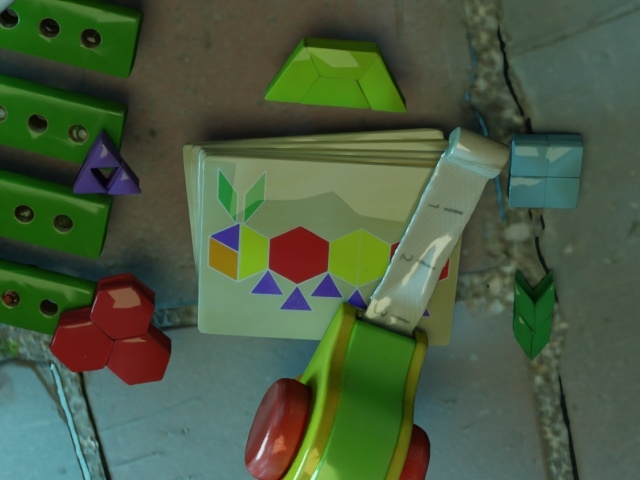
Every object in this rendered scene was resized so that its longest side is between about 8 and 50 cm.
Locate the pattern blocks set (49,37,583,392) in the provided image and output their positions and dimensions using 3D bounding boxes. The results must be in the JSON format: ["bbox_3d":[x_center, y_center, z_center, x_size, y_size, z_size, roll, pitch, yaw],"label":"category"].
[{"bbox_3d":[0.000,0.000,1.278,0.325,0.026,0.285,10,120,-5],"label":"pattern blocks set"}]

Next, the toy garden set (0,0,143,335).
[{"bbox_3d":[-0.230,-0.069,1.290,0.204,0.049,0.244,14,120,0],"label":"toy garden set"}]

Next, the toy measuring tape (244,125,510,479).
[{"bbox_3d":[0.036,0.088,1.249,0.121,0.121,0.330,25,118,-4],"label":"toy measuring tape"}]

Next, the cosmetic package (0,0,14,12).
[{"bbox_3d":[-0.128,-0.260,1.041,0.385,0.217,0.156,-34,108,33],"label":"cosmetic package"}]
